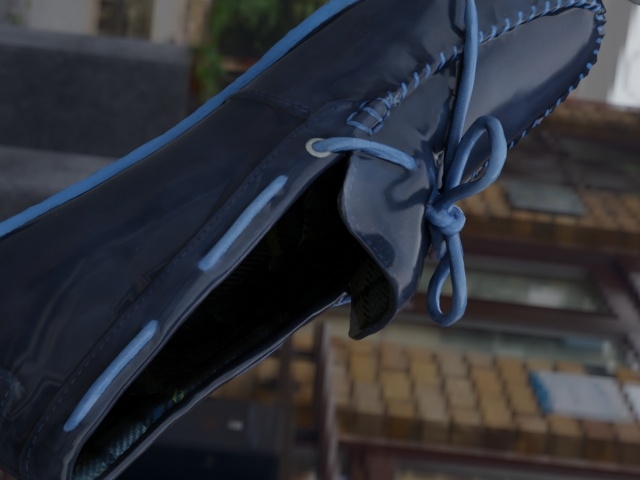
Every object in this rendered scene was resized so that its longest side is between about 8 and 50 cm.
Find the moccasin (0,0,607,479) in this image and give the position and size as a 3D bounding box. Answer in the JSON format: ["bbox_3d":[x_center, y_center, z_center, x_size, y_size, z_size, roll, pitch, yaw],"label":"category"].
[{"bbox_3d":[0.000,0.000,0.822,0.117,0.342,0.138,41,-20,35],"label":"moccasin"}]

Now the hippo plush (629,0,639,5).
[{"bbox_3d":[0.301,-0.213,1.051,0.234,0.294,0.236,-5,-115,43],"label":"hippo plush"}]
